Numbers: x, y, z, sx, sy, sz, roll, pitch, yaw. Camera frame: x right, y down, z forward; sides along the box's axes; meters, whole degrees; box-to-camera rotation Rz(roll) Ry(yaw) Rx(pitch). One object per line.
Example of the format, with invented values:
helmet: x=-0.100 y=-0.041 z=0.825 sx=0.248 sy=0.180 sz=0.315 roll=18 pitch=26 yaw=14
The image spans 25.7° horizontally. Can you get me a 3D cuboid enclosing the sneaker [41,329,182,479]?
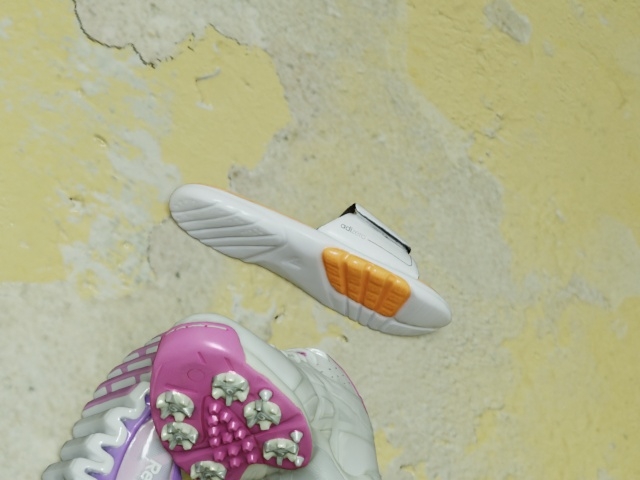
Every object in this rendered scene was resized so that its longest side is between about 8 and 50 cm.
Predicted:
sneaker: x=-0.136 y=0.169 z=1.042 sx=0.104 sy=0.095 sz=0.236 roll=42 pitch=60 yaw=-17

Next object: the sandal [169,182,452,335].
sandal: x=0.004 y=-0.004 z=1.182 sx=0.265 sy=0.102 sz=0.076 roll=28 pitch=61 yaw=-16

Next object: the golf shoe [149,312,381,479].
golf shoe: x=-0.036 y=0.127 z=1.049 sx=0.306 sy=0.115 sz=0.140 roll=59 pitch=27 yaw=-47
